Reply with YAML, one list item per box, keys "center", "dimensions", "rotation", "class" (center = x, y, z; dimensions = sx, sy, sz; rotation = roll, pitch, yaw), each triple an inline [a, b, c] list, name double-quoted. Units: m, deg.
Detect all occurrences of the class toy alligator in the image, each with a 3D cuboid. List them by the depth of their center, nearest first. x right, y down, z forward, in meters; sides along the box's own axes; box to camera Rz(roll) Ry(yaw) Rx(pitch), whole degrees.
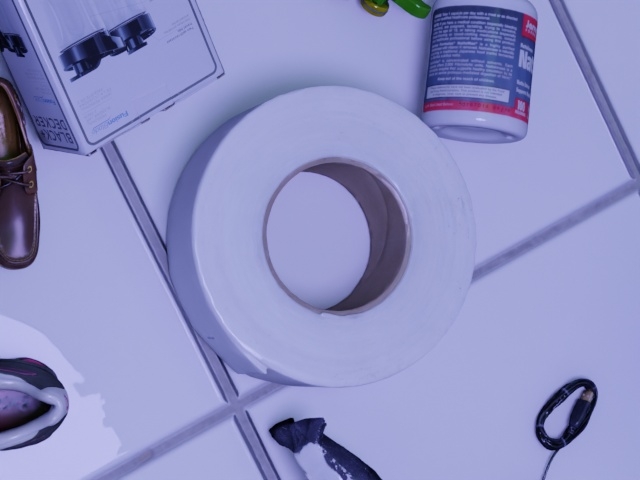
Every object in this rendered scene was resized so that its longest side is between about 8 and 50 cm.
- center: [0.025, -0.274, 1.702]
  dimensions: [0.190, 0.056, 0.051]
  rotation: [26, 33, -10]
  class: "toy alligator"

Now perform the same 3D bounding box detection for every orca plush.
- center: [0.044, 0.290, 1.666]
  dimensions: [0.151, 0.102, 0.287]
  rotation: [-37, 88, 26]
  class: "orca plush"

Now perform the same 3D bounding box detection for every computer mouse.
- center: [0.229, 0.250, 1.740]
  dimensions: [0.071, 0.041, 0.242]
  rotation: [25, 78, -16]
  class: "computer mouse"

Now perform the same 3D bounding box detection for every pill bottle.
- center: [0.159, -0.192, 1.709]
  dimensions: [0.108, 0.108, 0.180]
  rotation: [8, 84, -19]
  class: "pill bottle"

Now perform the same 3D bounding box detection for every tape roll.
- center: [0.000, 0.000, 1.643]
  dimensions: [0.286, 0.100, 0.286]
  rotation: [1, 86, -20]
  class: "tape roll"

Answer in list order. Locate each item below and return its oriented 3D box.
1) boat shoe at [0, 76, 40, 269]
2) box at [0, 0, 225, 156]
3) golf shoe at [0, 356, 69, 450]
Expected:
- center: [-0.288, -0.061, 1.563]
  dimensions: [0.064, 0.060, 0.178]
  rotation: [-9, 89, -20]
  class: "boat shoe"
- center: [-0.219, -0.239, 1.533]
  dimensions: [0.169, 0.087, 0.290]
  rotation: [-35, 115, -28]
  class: "box"
- center: [-0.352, 0.148, 1.496]
  dimensions: [0.273, 0.120, 0.105]
  rotation: [-9, 91, -19]
  class: "golf shoe"
